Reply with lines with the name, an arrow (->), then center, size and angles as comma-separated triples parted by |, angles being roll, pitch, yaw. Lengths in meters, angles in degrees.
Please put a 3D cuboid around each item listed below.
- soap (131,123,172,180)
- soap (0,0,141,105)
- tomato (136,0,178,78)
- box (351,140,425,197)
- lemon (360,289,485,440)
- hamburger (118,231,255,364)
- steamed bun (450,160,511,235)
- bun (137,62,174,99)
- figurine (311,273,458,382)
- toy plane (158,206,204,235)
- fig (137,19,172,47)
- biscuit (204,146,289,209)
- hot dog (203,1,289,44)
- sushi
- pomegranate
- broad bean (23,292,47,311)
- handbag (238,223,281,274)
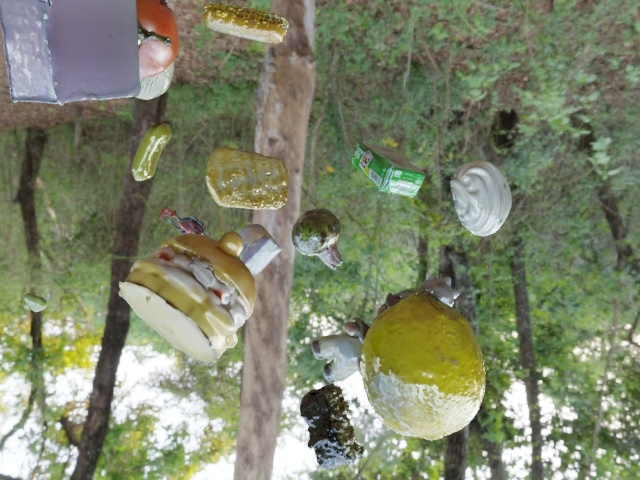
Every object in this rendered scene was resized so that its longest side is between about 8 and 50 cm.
soap -> -0.373, -0.195, 1.172 | 0.045, 0.140, 0.089 | 27, -171, -6
soap -> -0.452, -0.410, 0.993 | 0.107, 0.296, 0.285 | 7, -163, 13
tomato -> -0.514, -0.569, 1.458 | 0.255, 0.225, 0.256 | 9, 167, 2
box -> 0.240, -0.260, 1.929 | 0.180, 0.103, 0.250 | 7, -151, -34
lemon -> 0.201, 0.248, 1.066 | 0.253, 0.311, 0.253 | -9, -171, 1
hamburger -> -0.262, 0.100, 1.152 | 0.276, 0.276, 0.237 | 5, -133, 43
steamed bun -> 0.378, -0.104, 1.235 | 0.106, 0.183, 0.182 | -16, 172, 32
bun -> -0.555, -0.550, 1.673 | 0.178, 0.193, 0.128 | 14, -148, -24
figurine -> 0.175, 0.248, 1.304 | 0.380, 0.249, 0.203 | -20, 166, 12
toy plane -> -0.369, -0.045, 1.452 | 0.145, 0.060, 0.037 | 37, 176, -7
fig -> -0.472, -0.474, 1.220 | 0.274, 0.146, 0.170 | 5, -147, 5
biscuit -> -0.142, -0.124, 1.095 | 0.029, 0.119, 0.247 | 6, -176, 35
hot dog -> -0.142, -0.411, 1.002 | 0.165, 0.071, 0.045 | 16, 140, 4
sushi -> 0.023, 0.489, 1.413 | 0.115, 0.213, 0.147 | -30, 147, 20
pomegranate -> 0.003, -0.009, 1.386 | 0.163, 0.126, 0.138 | 39, -139, 15
broad bean -> -0.821, 0.178, 1.534 | 0.063, 0.045, 0.083 | 38, 156, 3
handbag -> -0.194, 0.018, 1.574 | 0.095, 0.117, 0.173 | 47, 179, -27
